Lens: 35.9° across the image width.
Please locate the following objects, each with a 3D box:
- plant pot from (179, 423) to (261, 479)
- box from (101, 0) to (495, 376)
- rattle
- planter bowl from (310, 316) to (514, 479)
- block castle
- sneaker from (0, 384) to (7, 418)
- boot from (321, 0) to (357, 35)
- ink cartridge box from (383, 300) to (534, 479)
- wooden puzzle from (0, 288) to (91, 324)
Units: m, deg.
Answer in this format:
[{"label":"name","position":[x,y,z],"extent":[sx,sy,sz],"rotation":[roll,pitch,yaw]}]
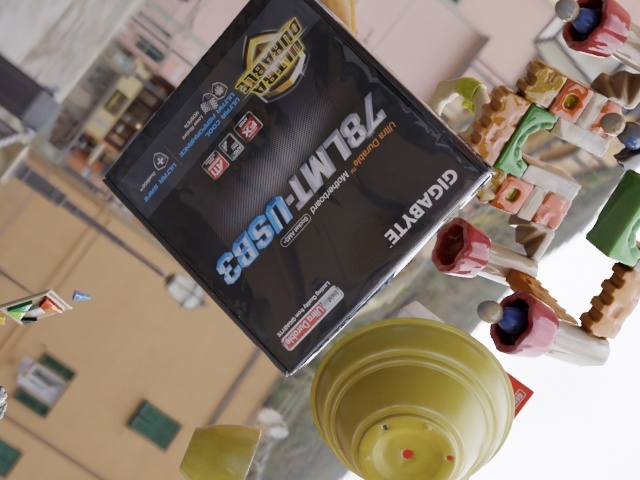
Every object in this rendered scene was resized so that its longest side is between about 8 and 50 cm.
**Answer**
[{"label":"plant pot","position":[-0.158,0.332,1.495],"extent":[0.134,0.095,0.134],"rotation":[-157,-90,-88]},{"label":"box","position":[-0.028,-0.067,1.009],"extent":[0.295,0.293,0.073],"rotation":[-46,170,15]},{"label":"rattle","position":[0.244,-0.168,1.690],"extent":[0.142,0.130,0.200],"rotation":[23,72,-66]},{"label":"planter bowl","position":[0.091,0.194,1.009],"extent":[0.217,0.217,0.090],"rotation":[-46,-168,25]},{"label":"block castle","position":[0.339,-0.087,1.320],"extent":[0.453,0.212,0.303],"rotation":[-61,-153,18]},{"label":"sneaker","position":[-0.656,0.289,1.609],"extent":[0.118,0.279,0.107],"rotation":[4,-84,41]},{"label":"boot","position":[-0.013,-0.411,1.528],"extent":[0.104,0.211,0.295],"rotation":[0,-120,25]},{"label":"ink cartridge box","position":[0.166,0.275,1.583],"extent":[0.275,0.239,0.060],"rotation":[-60,163,24]},{"label":"wooden puzzle","position":[-0.337,0.081,1.164],"extent":[0.116,0.014,0.078],"rotation":[-20,159,9]}]
